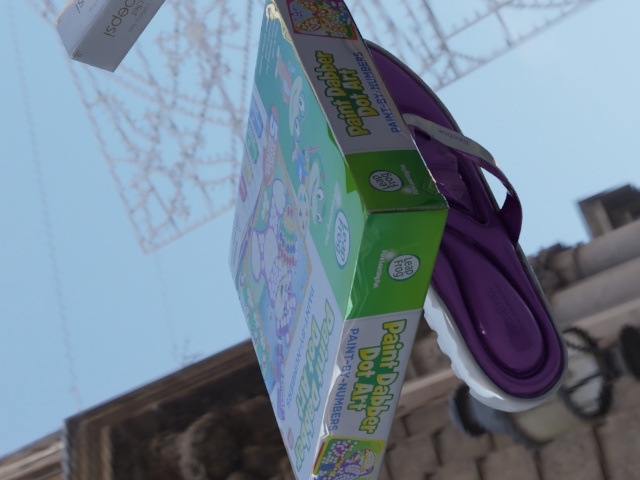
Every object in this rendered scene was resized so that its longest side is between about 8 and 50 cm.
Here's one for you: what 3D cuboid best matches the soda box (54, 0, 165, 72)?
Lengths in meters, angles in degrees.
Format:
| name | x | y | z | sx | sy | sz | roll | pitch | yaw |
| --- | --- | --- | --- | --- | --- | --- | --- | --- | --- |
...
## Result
| name | x | y | z | sx | sy | sz | roll | pitch | yaw |
| --- | --- | --- | --- | --- | --- | --- | --- | --- | --- |
| soda box | -0.226 | -0.307 | 1.635 | 0.069 | 0.216 | 0.074 | 14 | -143 | -42 |

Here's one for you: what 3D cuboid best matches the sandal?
| name | x | y | z | sx | sy | sz | roll | pitch | yaw |
| --- | --- | --- | --- | --- | --- | --- | --- | --- | --- |
| sandal | 0.126 | -0.033 | 1.320 | 0.169 | 0.102 | 0.416 | -36 | -86 | -34 |

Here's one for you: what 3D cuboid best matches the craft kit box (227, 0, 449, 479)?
| name | x | y | z | sx | sy | sz | roll | pitch | yaw |
| --- | --- | --- | --- | --- | --- | --- | --- | --- | --- |
| craft kit box | 0.000 | 0.000 | 0.912 | 0.061 | 0.249 | 0.246 | -5 | -139 | -19 |
